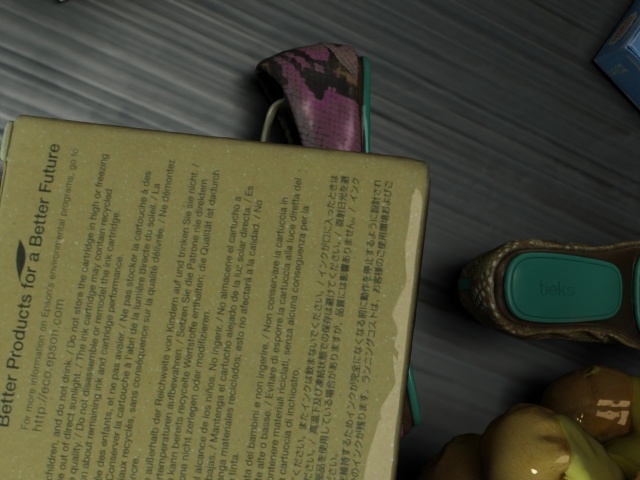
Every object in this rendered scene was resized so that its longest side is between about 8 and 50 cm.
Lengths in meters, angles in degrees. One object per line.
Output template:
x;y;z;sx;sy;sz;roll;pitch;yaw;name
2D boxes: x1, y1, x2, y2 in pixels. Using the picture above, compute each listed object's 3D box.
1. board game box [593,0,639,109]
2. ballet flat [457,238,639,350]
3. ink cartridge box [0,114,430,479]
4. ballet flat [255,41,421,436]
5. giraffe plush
0.308;-0.112;0.732;0.211;0.039;0.160;43;68;-14;board game box
0.172;0.032;0.634;0.206;0.067;0.073;11;84;-26;ballet flat
-0.057;0.074;0.474;0.193;0.088;0.234;7;80;4;ink cartridge box
0.000;0.000;0.564;0.079;0.077;0.221;-7;81;-7;ballet flat
0.172;0.136;0.583;0.210;0.181;0.170;37;48;-5;giraffe plush
